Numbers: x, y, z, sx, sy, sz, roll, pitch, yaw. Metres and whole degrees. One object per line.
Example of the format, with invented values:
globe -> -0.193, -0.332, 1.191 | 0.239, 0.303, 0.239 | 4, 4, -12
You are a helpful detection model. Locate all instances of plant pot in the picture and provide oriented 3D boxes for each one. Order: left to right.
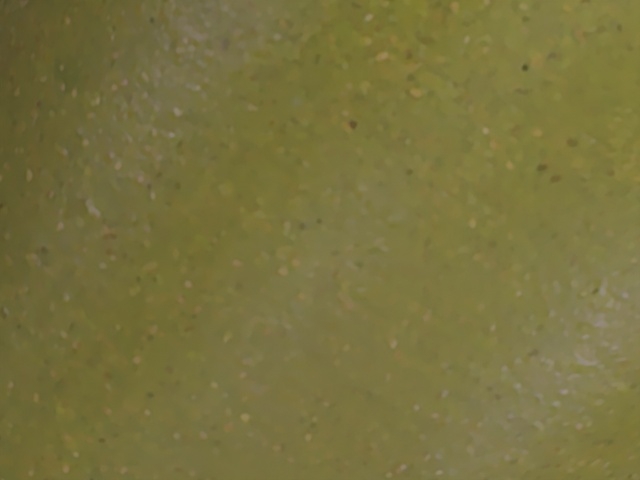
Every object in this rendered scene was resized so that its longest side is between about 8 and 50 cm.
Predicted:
plant pot -> 0.000, 0.000, 0.465 | 0.275, 0.275, 0.293 | 36, 93, -28
